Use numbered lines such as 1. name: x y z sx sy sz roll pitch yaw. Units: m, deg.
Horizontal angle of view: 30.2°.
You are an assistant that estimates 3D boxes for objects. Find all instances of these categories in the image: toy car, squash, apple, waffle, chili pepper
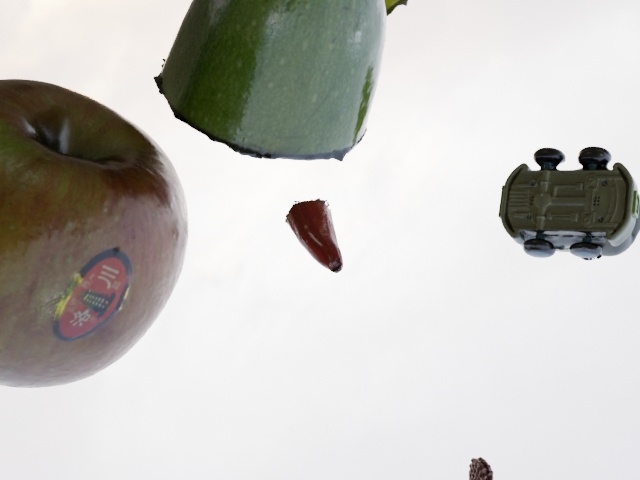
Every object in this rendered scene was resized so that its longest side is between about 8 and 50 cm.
1. toy car: 0.472 -0.048 2.183 0.247 0.198 0.204 1 -107 28
2. squash: -0.042 -0.311 1.588 0.310 0.310 0.309 -70 180 -57
3. apple: -0.367 -0.002 1.475 0.334 0.400 0.400 -58 -168 23
4. waffle: 0.272 0.407 2.020 0.029 0.075 0.083 1 174 -12
5. chili pepper: 0.004 0.001 2.084 0.088 0.065 0.169 -9 -139 -16

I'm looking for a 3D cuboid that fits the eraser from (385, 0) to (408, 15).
1. eraser: 0.035 -0.421 1.745 0.158 0.226 0.069 -33 -164 39
